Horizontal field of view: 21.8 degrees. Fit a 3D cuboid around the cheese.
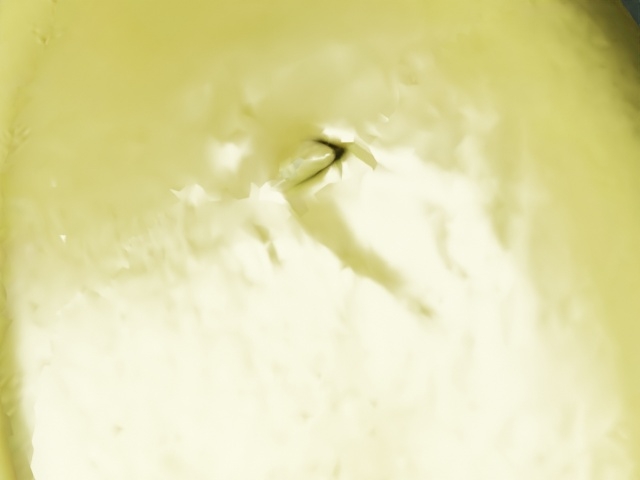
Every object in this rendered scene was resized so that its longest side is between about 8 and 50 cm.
[{"bbox_3d":[0.000,0.000,0.522,0.260,0.128,0.315,-13,80,7],"label":"cheese"}]
